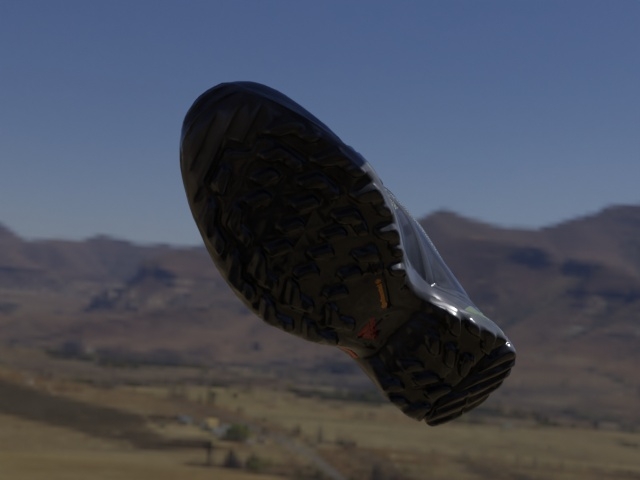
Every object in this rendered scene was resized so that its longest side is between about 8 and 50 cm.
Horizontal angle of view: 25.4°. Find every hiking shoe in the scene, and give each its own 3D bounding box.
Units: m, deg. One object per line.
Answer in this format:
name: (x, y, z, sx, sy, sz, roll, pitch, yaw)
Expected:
hiking shoe: (0.000, 0.000, 0.691, 0.227, 0.086, 0.114, 48, 2, -35)
